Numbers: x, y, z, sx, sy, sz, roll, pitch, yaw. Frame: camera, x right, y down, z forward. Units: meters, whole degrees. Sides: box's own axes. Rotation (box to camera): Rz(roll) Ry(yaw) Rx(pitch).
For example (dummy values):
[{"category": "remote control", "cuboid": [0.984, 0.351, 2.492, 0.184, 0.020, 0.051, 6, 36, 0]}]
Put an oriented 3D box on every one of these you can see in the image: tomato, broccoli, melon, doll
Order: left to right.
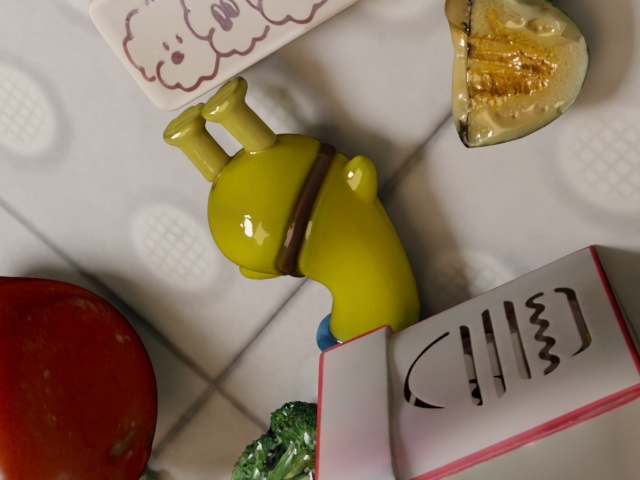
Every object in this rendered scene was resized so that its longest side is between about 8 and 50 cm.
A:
[{"category": "tomato", "cuboid": [-0.357, 0.187, 1.711, 0.293, 0.325, 0.290, 4, 98, 41]}, {"category": "broccoli", "cuboid": [-0.005, 0.330, 1.623, 0.308, 0.275, 0.308, 37, 146, 30]}, {"category": "doll", "cuboid": [0.000, 0.000, 1.470, 0.199, 0.145, 0.363, -29, 112, 34]}, {"category": "melon", "cuboid": [0.171, -0.164, 1.291, 0.128, 0.079, 0.160, 4, 125, 7]}]

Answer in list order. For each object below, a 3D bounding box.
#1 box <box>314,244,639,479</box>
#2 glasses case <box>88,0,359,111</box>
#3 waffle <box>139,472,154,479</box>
[{"category": "box", "cuboid": [0.191, 0.234, 1.345, 0.300, 0.314, 0.312, -25, 110, 11]}, {"category": "glasses case", "cuboid": [-0.068, -0.246, 1.372, 0.336, 0.076, 0.144, -26, 106, 41]}, {"category": "waffle", "cuboid": [-0.291, 0.361, 1.972, 0.214, 0.054, 0.208, 11, 129, 21]}]
